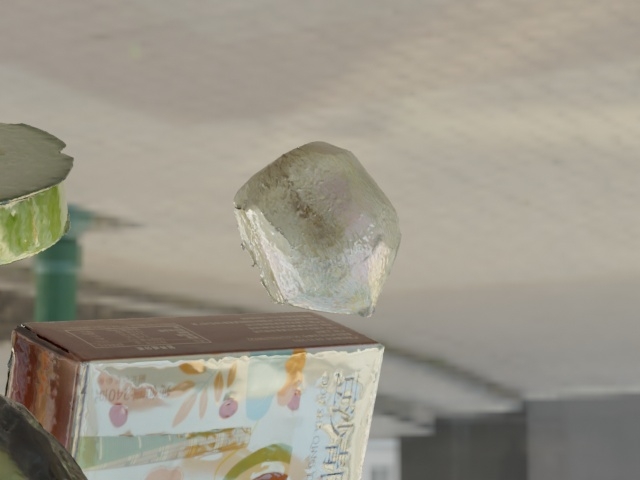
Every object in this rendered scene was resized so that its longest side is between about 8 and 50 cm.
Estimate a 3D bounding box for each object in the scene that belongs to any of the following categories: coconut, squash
[{"bbox_3d":[0.000,0.000,1.303,0.110,0.124,0.110,-31,173,-4],"label":"coconut"},{"bbox_3d":[-0.255,-0.032,1.109,0.219,0.041,0.219,3,-161,-1],"label":"squash"}]

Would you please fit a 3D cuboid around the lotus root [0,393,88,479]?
[{"bbox_3d":[-0.226,0.176,0.747,0.309,0.173,0.173,-35,172,-7],"label":"lotus root"}]

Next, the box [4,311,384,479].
[{"bbox_3d":[-0.140,0.257,1.906,0.385,0.344,0.122,-1,-165,-41],"label":"box"}]
